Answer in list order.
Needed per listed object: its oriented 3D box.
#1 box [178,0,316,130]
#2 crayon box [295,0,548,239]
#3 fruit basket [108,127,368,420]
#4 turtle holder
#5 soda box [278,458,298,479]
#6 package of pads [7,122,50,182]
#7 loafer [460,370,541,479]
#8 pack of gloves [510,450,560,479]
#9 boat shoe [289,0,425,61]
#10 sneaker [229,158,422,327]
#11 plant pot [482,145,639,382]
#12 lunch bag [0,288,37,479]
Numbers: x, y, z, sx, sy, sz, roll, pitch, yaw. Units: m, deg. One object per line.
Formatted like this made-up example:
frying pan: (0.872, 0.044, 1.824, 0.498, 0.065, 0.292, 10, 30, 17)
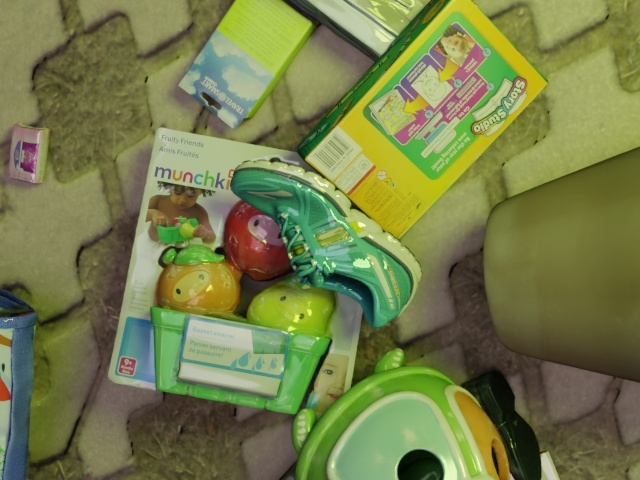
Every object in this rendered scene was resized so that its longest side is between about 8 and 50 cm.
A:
box: (-0.100, -0.253, 1.146, 0.109, 0.042, 0.178, 39, 104, 4)
crayon box: (0.125, -0.156, 1.053, 0.165, 0.081, 0.278, 41, 97, -19)
fruit basket: (-0.095, 0.045, 1.122, 0.327, 0.165, 0.353, 11, 91, -1)
turtle holder: (0.084, 0.305, 1.028, 0.320, 0.227, 0.243, -17, 116, -22)
soda box: (0.045, 0.443, 1.197, 0.286, 0.091, 0.098, 41, 104, 3)
package of pads: (-0.429, -0.128, 1.237, 0.050, 0.032, 0.083, 12, 101, 11)
loafer: (0.249, 0.263, 1.151, 0.061, 0.062, 0.170, -26, 85, 41)
pack of gloves: (0.273, 0.434, 1.183, 0.195, 0.046, 0.232, -23, 83, 13)
boat shoe: (0.003, -0.346, 1.092, 0.302, 0.109, 0.094, 37, 91, -6)
sneaker: (0.000, 0.000, 1.034, 0.275, 0.107, 0.110, 36, 67, -3)
plant pot: (0.354, 0.035, 0.986, 0.280, 0.323, 0.323, -7, 97, 29)
lunch bag: (-0.588, 0.223, 1.222, 0.385, 0.239, 0.327, 9, 98, 17)
